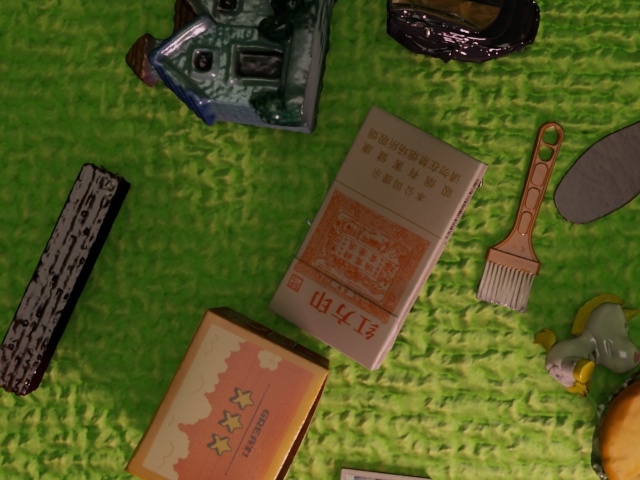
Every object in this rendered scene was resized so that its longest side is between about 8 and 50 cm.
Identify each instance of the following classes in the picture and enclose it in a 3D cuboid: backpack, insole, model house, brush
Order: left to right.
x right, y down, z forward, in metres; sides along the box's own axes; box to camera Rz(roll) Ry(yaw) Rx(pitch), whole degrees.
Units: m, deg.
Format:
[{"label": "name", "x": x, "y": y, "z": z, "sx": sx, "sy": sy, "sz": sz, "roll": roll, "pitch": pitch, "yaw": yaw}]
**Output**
[{"label": "model house", "x": -0.151, "y": -0.325, "z": 1.821, "sx": 0.329, "sy": 0.252, "sz": 0.295, "roll": 8, "pitch": 88, "yaw": 8}, {"label": "backpack", "x": 0.226, "y": -0.374, "z": 1.868, "sx": 0.258, "sy": 0.133, "sz": 0.206, "roll": 12, "pitch": 79, "yaw": -4}, {"label": "brush", "x": 0.334, "y": -0.044, "z": 1.901, "sx": 0.090, "sy": 0.017, "sz": 0.314, "roll": 17, "pitch": 87, "yaw": 2}, {"label": "insole", "x": 0.517, "y": -0.140, "z": 1.904, "sx": 0.328, "sy": 0.007, "sz": 0.111, "roll": -33, "pitch": 88, "yaw": 0}]

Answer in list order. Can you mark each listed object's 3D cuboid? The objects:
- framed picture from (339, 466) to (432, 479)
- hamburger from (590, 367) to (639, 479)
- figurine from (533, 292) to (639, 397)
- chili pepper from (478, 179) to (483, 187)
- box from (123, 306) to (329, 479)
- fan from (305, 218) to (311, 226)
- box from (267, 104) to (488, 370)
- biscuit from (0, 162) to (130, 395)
[{"label": "framed picture", "x": 0.095, "y": 0.471, "z": 1.883, "sx": 0.150, "sy": 0.015, "sz": 0.203, "roll": 7, "pitch": 88, "yaw": 2}, {"label": "hamburger", "x": 0.536, "y": 0.308, "z": 1.804, "sx": 0.246, "sy": 0.170, "sz": 0.246, "roll": -1, "pitch": 87, "yaw": 14}, {"label": "figurine", "x": 0.434, "y": 0.160, "z": 1.857, "sx": 0.178, "sy": 0.109, "sz": 0.129, "roll": -29, "pitch": 65, "yaw": -3}, {"label": "chili pepper", "x": 0.163, "y": -0.018, "z": 1.879, "sx": 0.100, "sy": 0.074, "sz": 0.257, "roll": 29, "pitch": 93, "yaw": 5}, {"label": "box", "x": -0.123, "y": 0.257, "z": 1.764, "sx": 0.214, "sy": 0.283, "sz": 0.259, "roll": 28, "pitch": 89, "yaw": 1}, {"label": "fan", "x": 0.000, "y": 0.000, "z": 1.911, "sx": 0.056, "sy": 0.004, "sz": 0.083, "roll": -36, "pitch": 87, "yaw": 0}, {"label": "box", "x": 0.086, "y": -0.004, "z": 1.836, "sx": 0.205, "sy": 0.051, "sz": 0.365, "roll": 30, "pitch": 98, "yaw": 18}, {"label": "biscuit", "x": -0.413, "y": 0.064, "z": 1.867, "sx": 0.073, "sy": 0.107, "sz": 0.388, "roll": 25, "pitch": 88, "yaw": -1}]
